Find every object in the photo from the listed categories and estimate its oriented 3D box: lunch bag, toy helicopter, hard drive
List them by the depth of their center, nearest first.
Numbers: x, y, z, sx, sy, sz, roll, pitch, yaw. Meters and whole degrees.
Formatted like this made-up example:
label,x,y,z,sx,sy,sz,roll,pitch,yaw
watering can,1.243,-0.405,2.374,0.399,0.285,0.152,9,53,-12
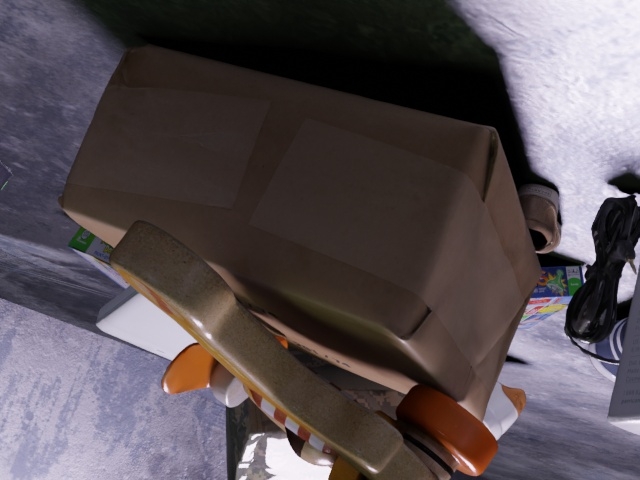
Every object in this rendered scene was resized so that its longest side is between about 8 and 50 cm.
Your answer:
label,x,y,z,sx,sy,sz,roll,pitch,yaw
toy helicopter,-0.038,0.098,0.700,0.235,0.140,0.355,24,160,48
lunch bag,0.012,0.135,1.043,0.235,0.287,0.169,4,132,-14
hard drive,-0.149,0.093,1.267,0.203,0.040,0.307,28,142,-26

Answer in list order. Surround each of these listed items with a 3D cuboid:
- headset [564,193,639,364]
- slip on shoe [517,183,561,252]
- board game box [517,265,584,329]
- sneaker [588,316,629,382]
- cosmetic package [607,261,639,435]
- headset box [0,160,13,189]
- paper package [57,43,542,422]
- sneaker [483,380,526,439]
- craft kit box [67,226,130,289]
label,x,y,z,sx,sy,sz,roll,pitch,yaw
headset,0.396,0.087,0.834,0.394,0.185,0.243,13,-178,-19
slip on shoe,0.200,-0.008,0.864,0.051,0.041,0.135,13,163,13
board game box,0.202,0.072,1.060,0.136,0.035,0.201,-3,165,-6
sneaker,0.453,0.152,1.035,0.282,0.099,0.153,18,166,9
cosmetic package,0.319,0.031,0.543,0.224,0.224,0.138,21,161,-15
headset box,-0.562,-0.040,1.148,0.246,0.283,0.131,4,144,35
paper package,0.000,0.000,0.807,0.325,0.168,0.309,18,166,26
sneaker,0.222,0.235,1.558,0.290,0.123,0.106,30,145,45
craft kit box,-0.238,0.080,1.447,0.246,0.061,0.250,22,163,45
